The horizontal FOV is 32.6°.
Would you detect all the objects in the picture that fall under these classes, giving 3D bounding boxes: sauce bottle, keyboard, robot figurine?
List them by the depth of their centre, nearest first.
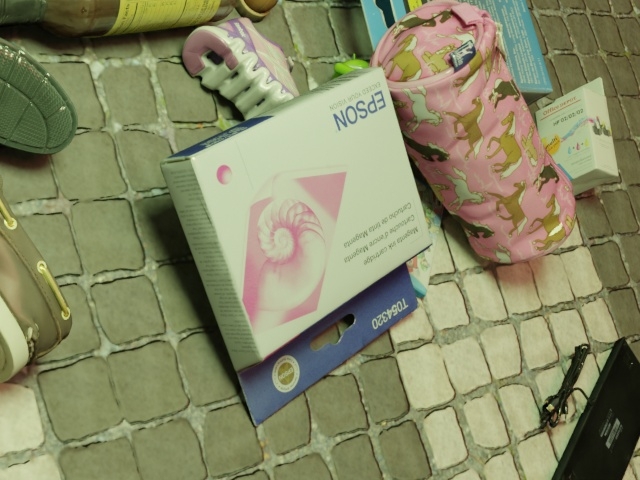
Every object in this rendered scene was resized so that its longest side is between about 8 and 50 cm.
[{"bbox_3d":[-0.248,-0.288,1.239,0.344,0.111,0.111,-16,83,-44],"label":"sauce bottle"},{"bbox_3d":[0.044,-0.196,1.481,0.101,0.067,0.115,56,39,-47],"label":"robot figurine"},{"bbox_3d":[0.405,0.259,1.627,0.201,0.033,0.317,55,45,-17],"label":"keyboard"}]

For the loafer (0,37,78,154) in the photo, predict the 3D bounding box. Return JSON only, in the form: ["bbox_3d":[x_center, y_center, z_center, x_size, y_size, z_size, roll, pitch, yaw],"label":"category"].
[{"bbox_3d":[-0.371,-0.177,1.107,0.267,0.084,0.096,30,88,-32],"label":"loafer"}]

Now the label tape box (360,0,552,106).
[{"bbox_3d":[0.163,-0.315,1.607,0.347,0.115,0.249,-4,75,-37],"label":"label tape box"}]

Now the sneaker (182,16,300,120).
[{"bbox_3d":[-0.062,-0.189,1.376,0.236,0.095,0.104,49,40,-13],"label":"sneaker"}]

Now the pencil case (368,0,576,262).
[{"bbox_3d":[0.215,-0.134,1.467,0.386,0.167,0.160,55,51,-39],"label":"pencil case"}]

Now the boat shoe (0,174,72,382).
[{"bbox_3d":[-0.341,-0.030,1.016,0.096,0.116,0.324,-35,100,-48],"label":"boat shoe"}]

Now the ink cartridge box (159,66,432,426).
[{"bbox_3d":[0.000,0.000,1.287,0.324,0.071,0.330,-32,110,-40],"label":"ink cartridge box"}]

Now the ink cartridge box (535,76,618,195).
[{"bbox_3d":[0.409,-0.173,1.761,0.061,0.104,0.181,14,63,-37],"label":"ink cartridge box"}]

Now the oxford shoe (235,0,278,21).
[{"bbox_3d":[-0.090,-0.402,1.450,0.076,0.076,0.212,-8,76,-41],"label":"oxford shoe"}]

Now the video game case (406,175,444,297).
[{"bbox_3d":[0.113,-0.019,1.503,0.119,0.015,0.166,33,53,-26],"label":"video game case"}]
